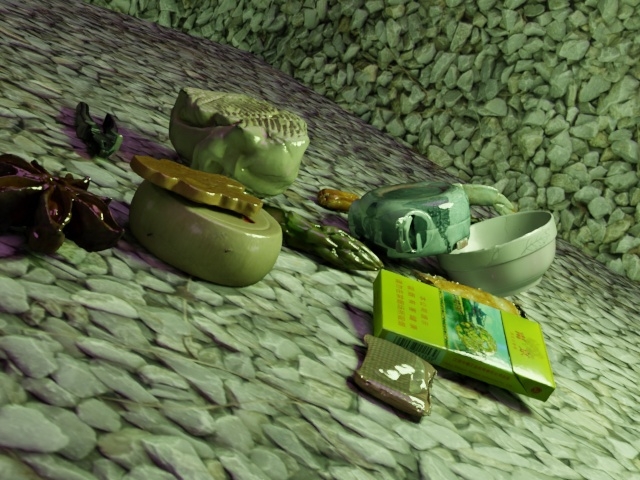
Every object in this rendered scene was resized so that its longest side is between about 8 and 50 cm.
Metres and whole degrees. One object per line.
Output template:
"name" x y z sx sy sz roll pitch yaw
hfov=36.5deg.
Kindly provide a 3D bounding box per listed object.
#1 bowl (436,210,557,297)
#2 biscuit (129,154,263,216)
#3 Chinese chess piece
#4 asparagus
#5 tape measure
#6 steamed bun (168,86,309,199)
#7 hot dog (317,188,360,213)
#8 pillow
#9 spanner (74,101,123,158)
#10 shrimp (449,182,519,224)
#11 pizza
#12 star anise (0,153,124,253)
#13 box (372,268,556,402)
"bowl" 0.421 0.043 2.265 0.287 0.143 0.287 -18 9 3
"biscuit" -0.207 -0.092 1.610 0.236 0.040 0.144 12 12 -40
"Chinese chess piece" -0.195 -0.023 1.663 0.273 0.102 0.273 24 16 -7
"asparagus" 0.000 0.000 1.969 0.287 0.080 0.080 25 15 -9
"tape measure" 0.205 -0.043 2.206 0.275 0.147 0.256 -14 17 -33
"steamed bun" -0.178 -0.191 2.073 0.275 0.206 0.320 -8 35 -39
"hot dog" 0.056 -0.097 2.441 0.071 0.045 0.165 40 20 35
"pillow" 0.122 0.212 1.536 0.135 0.034 0.211 28 17 -1
"spanner" -0.462 -0.227 2.018 0.096 0.040 0.325 21 15 -23
"shrimp" 0.399 -0.028 2.448 0.360 0.247 0.085 32 38 -20
"pizza" 0.322 0.167 1.948 0.288 0.074 0.251 18 17 -20
"star anise" -0.407 -0.043 1.402 0.214 0.099 0.220 -3 35 -35
"box" 0.255 0.170 1.753 0.335 0.047 0.187 20 31 -10
